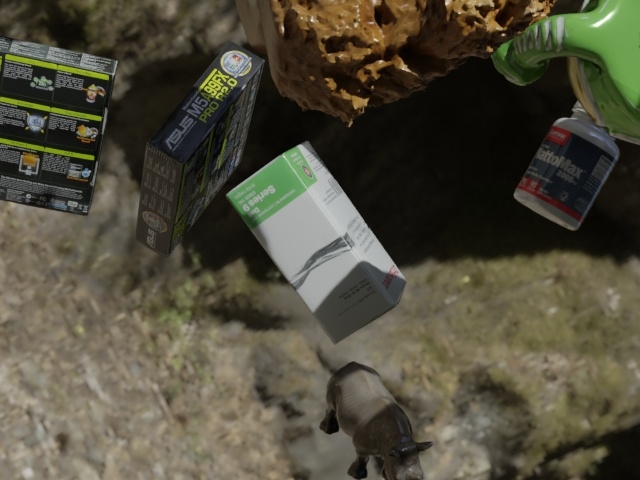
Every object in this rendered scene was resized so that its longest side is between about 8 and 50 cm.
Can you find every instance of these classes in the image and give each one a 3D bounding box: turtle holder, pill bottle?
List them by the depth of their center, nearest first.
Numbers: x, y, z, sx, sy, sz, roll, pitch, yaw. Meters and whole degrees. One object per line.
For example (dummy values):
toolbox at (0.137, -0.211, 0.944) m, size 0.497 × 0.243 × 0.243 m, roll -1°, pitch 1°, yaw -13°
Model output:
turtle holder at (0.381, -0.203, 1.449) m, size 0.243 × 0.320 × 0.227 m, roll 62°, pitch -14°, yaw -3°
pill bottle at (0.367, -0.116, 1.813) m, size 0.108 × 0.180 × 0.108 m, roll 29°, pitch 2°, yaw -1°

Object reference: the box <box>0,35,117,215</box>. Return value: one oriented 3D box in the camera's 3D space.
box at (-0.330, -0.128, 1.368) m, size 0.045 × 0.190 × 0.184 m, roll -97°, pitch -161°, yaw -60°

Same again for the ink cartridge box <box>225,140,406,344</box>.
ink cartridge box at (0.000, 0.000, 1.983) m, size 0.289 × 0.121 × 0.211 m, roll 54°, pitch 13°, yaw -2°

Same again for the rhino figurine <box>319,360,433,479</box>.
rhino figurine at (0.068, 0.226, 1.450) m, size 0.243 × 0.073 × 0.106 m, roll -133°, pitch -135°, yaw -58°

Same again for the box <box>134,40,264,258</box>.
box at (-0.175, -0.125, 1.795) m, size 0.060 × 0.216 × 0.270 m, roll 31°, pitch -30°, yaw 6°

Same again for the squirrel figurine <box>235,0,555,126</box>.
squirrel figurine at (0.112, -0.293, 1.303) m, size 0.281 × 0.370 × 0.397 m, roll 91°, pitch -13°, yaw -46°
